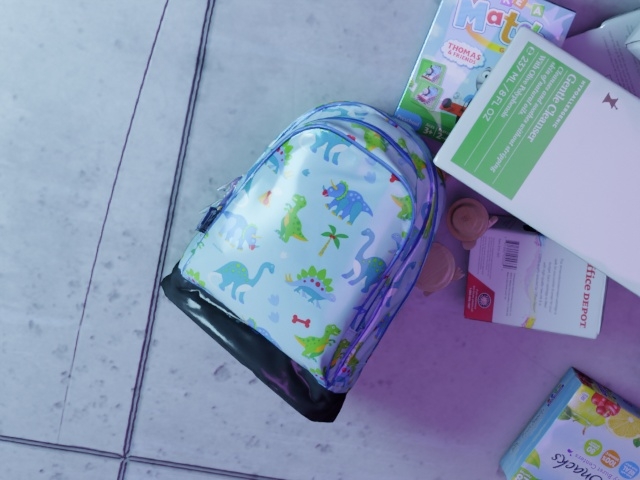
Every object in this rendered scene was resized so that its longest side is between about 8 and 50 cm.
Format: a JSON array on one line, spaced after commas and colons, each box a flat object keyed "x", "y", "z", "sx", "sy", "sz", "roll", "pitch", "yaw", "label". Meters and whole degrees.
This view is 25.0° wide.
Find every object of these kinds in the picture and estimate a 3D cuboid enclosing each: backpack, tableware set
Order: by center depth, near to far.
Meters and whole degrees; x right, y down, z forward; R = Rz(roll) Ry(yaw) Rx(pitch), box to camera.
[{"x": 0.000, "y": 0.000, "z": 1.757, "sx": 0.290, "sy": 0.273, "sz": 0.355, "roll": 40, "pitch": 88, "yaw": 13, "label": "backpack"}, {"x": 0.135, "y": -0.024, "z": 1.831, "sx": 0.168, "sy": 0.020, "sz": 0.141, "roll": 45, "pitch": 103, "yaw": 18, "label": "tableware set"}]

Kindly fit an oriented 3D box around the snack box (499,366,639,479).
[{"x": 0.379, "y": 0.299, "z": 1.967, "sx": 0.207, "sy": 0.070, "sz": 0.174, "roll": 33, "pitch": 102, "yaw": -13, "label": "snack box"}]

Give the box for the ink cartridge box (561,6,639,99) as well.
[{"x": 0.405, "y": -0.149, "z": 1.810, "sx": 0.239, "sy": 0.060, "sz": 0.275, "roll": -17, "pitch": 100, "yaw": 27, "label": "ink cartridge box"}]

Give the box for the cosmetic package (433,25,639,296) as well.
[{"x": 0.337, "y": -0.073, "z": 1.691, "sx": 0.366, "sy": 0.155, "sz": 0.197, "roll": 32, "pitch": 97, "yaw": 4, "label": "cosmetic package"}]

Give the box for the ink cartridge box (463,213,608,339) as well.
[{"x": 0.280, "y": 0.045, "z": 1.845, "sx": 0.175, "sy": 0.072, "sz": 0.127, "roll": 9, "pitch": 108, "yaw": 16, "label": "ink cartridge box"}]

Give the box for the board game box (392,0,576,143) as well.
[{"x": 0.201, "y": -0.215, "z": 1.790, "sx": 0.160, "sy": 0.039, "sz": 0.211, "roll": 22, "pitch": 104, "yaw": 0, "label": "board game box"}]

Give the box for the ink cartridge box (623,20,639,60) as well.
[{"x": 0.588, "y": -0.289, "z": 1.677, "sx": 0.285, "sy": 0.166, "sz": 0.395, "roll": 41, "pitch": 78, "yaw": -15, "label": "ink cartridge box"}]
